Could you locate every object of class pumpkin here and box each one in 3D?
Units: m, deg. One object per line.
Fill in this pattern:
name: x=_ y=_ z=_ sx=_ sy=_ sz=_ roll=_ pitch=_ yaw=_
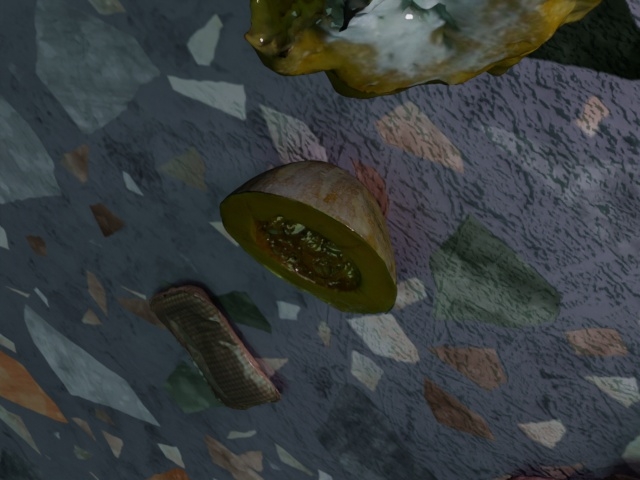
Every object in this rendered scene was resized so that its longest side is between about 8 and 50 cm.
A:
pumpkin: x=0.004 y=-0.017 z=1.416 sx=0.217 sy=0.110 sz=0.217 roll=20 pitch=149 yaw=13

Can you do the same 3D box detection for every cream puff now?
cream puff: x=0.089 y=-0.267 z=0.994 sx=0.274 sy=0.269 sz=0.323 roll=14 pitch=151 yaw=-21

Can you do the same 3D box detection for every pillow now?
pillow: x=-0.147 y=0.148 z=1.770 sx=0.211 sy=0.034 sz=0.135 roll=53 pitch=144 yaw=-13

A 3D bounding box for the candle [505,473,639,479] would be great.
candle: x=0.333 y=0.406 z=1.507 sx=0.317 sy=0.131 sz=0.287 roll=-3 pitch=132 yaw=52
